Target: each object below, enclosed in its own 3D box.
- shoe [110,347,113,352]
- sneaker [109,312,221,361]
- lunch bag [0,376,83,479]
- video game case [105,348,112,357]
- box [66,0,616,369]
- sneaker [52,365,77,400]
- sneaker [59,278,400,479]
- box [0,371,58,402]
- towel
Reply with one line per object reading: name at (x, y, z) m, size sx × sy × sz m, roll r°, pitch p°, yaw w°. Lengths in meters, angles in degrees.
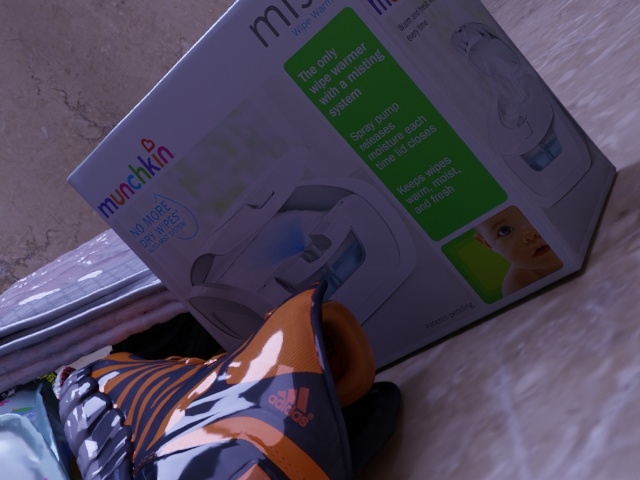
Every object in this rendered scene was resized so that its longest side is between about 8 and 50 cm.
shoe at (-0.252, 0.184, 1.125) m, size 0.076 × 0.058 × 0.219 m, roll -20°, pitch 17°, yaw 8°
sneaker at (-0.140, 0.089, 0.948) m, size 0.109 × 0.130 × 0.286 m, roll -13°, pitch 43°, yaw 23°
lunch bag at (-0.238, 0.220, 0.565) m, size 0.223 × 0.160 × 0.262 m, roll -33°, pitch 11°, yaw -13°
video game case at (-0.277, 0.148, 1.448) m, size 0.274 × 0.026 × 0.196 m, roll -38°, pitch 10°, yaw 15°
box at (0.007, -0.046, 0.563) m, size 0.262 × 0.231 × 0.127 m, roll -33°, pitch 13°, yaw 40°
sneaker at (-0.345, 0.239, 1.129) m, size 0.093 × 0.088 × 0.225 m, roll -41°, pitch 9°, yaw 11°
sneaker at (-0.052, 0.106, 0.531) m, size 0.180 × 0.124 × 0.321 m, roll -39°, pitch 20°, yaw -10°
box at (-0.503, 0.264, 1.257) m, size 0.270 × 0.216 × 0.060 m, roll -41°, pitch 9°, yaw 12°
towel at (-0.206, 0.038, 0.808) m, size 0.332 × 0.053 × 0.317 m, roll -24°, pitch 13°, yaw 14°
